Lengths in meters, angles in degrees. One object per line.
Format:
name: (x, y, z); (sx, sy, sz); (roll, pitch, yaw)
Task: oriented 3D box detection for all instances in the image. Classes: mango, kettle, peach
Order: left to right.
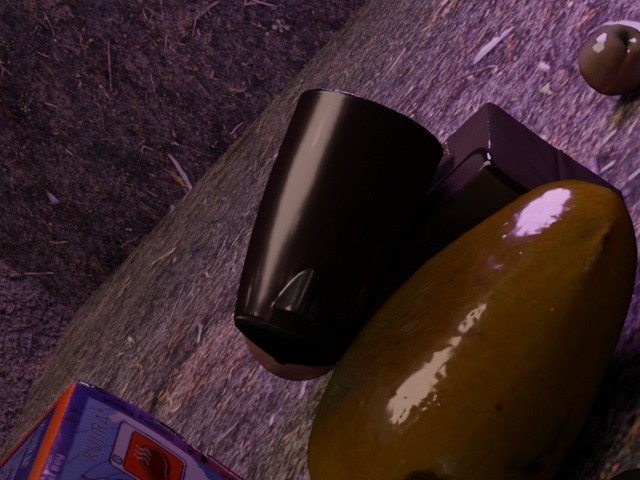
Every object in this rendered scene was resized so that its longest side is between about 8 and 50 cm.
kettle: (0.000, 0.000, 1.324); (0.202, 0.144, 0.232); (130, 164, -78)
mango: (0.133, 0.102, 1.218); (0.365, 0.182, 0.253); (-57, 17, 4)
peach: (0.327, -0.199, 1.588); (0.083, 0.083, 0.083); (-49, 14, 17)

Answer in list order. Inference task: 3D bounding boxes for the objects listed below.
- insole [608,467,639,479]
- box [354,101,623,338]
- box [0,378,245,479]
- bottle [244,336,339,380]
insole: (0.165, 0.299, 1.020); (0.322, 0.007, 0.109); (-59, 16, -25)
box: (0.153, 0.013, 1.415); (0.252, 0.188, 0.153); (-48, 17, 30)
box: (-0.216, 0.380, 1.415); (0.257, 0.318, 0.349); (-48, 13, 20)
bottle: (0.038, 0.060, 1.737); (0.206, 0.173, 0.297); (-22, -13, -42)
